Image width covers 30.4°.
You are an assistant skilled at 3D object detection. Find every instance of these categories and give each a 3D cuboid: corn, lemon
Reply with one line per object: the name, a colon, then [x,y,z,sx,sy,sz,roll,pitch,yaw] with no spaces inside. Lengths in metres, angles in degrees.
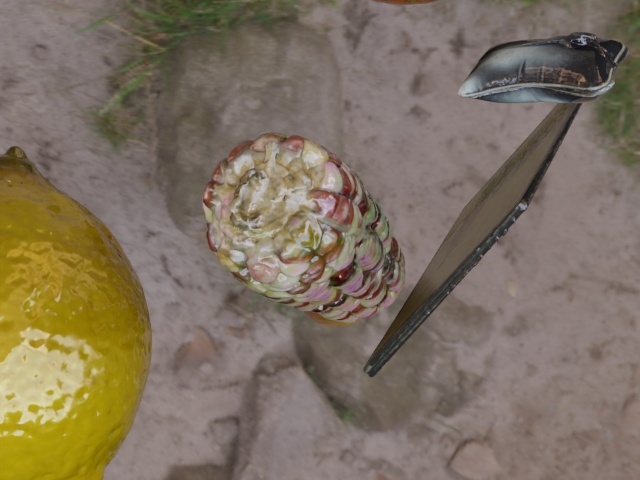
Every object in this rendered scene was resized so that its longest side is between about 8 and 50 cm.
corn: [0.000,0.000,0.750,0.092,0.280,0.092,-2,81,13]
lemon: [-0.229,0.079,0.813,0.228,0.228,0.253,-4,63,-25]

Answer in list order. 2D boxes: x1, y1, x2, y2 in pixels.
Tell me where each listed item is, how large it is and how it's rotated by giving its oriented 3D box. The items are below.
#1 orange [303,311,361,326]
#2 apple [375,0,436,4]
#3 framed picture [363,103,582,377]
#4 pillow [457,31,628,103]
orange: [0.025,0.043,1.648,0.134,0.156,0.156,-3,101,-17]
apple: [0.096,-0.352,1.253,0.196,0.196,0.196,-5,102,-25]
framed picture: [0.167,-0.032,1.159,0.014,0.255,0.338,38,38,0]
pillow: [0.192,-0.146,1.018,0.055,0.136,0.091,51,46,-48]
